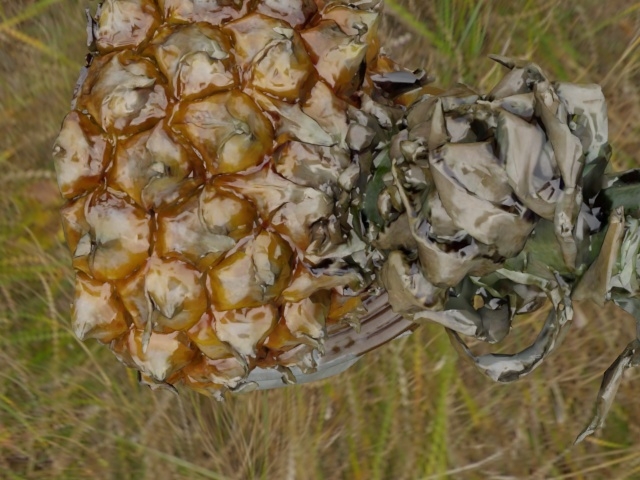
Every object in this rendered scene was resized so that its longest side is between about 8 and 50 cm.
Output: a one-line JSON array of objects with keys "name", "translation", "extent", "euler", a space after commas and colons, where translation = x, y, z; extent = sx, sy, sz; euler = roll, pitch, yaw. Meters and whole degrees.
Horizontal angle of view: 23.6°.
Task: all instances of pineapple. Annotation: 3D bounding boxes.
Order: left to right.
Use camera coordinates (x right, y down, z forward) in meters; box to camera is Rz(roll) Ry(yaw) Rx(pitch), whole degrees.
[{"name": "pineapple", "translation": [0.046, -0.018, 0.738], "extent": [0.271, 0.262, 0.262], "euler": [11, 78, 34]}]

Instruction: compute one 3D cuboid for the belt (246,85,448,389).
[{"name": "belt", "translation": [0.000, 0.000, 1.280], "extent": [0.338, 0.122, 0.217], "euler": [-28, 90, 29]}]
